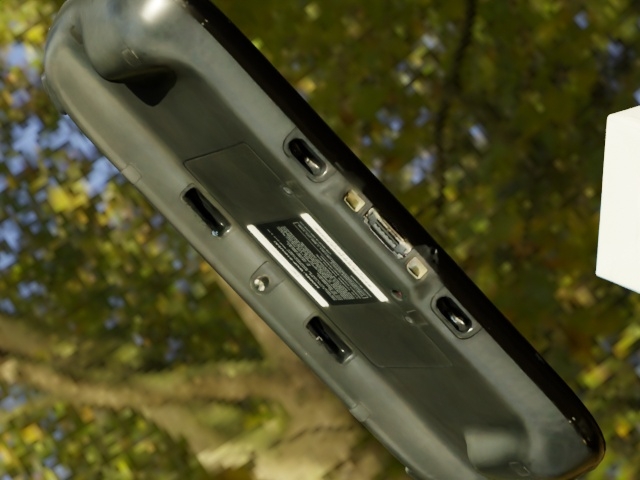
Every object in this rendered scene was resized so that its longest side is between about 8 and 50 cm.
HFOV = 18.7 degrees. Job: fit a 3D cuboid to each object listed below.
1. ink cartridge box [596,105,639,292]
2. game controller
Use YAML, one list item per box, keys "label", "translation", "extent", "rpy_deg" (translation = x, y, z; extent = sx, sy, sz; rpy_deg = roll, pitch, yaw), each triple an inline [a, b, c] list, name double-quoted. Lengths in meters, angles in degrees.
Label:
- label: "ink cartridge box"
  translation: [0.320, -0.048, 1.508]
  extent: [0.231, 0.078, 0.134]
  rpy_deg: [-17, -62, -39]
- label: "game controller"
  translation: [0.000, 0.000, 0.905]
  extent: [0.067, 0.319, 0.166]
  rpy_deg: [-50, 15, -26]
